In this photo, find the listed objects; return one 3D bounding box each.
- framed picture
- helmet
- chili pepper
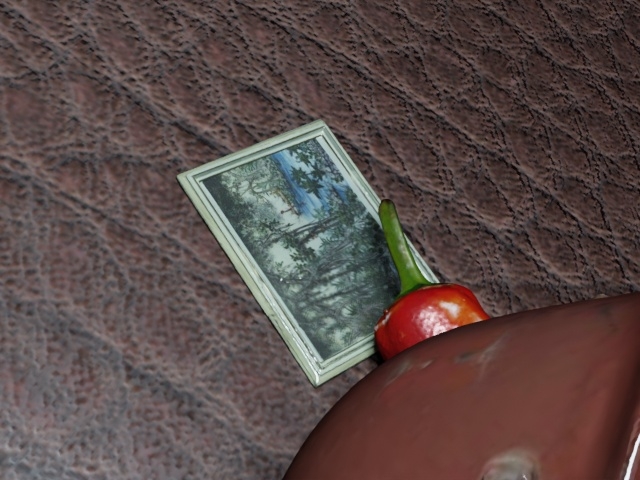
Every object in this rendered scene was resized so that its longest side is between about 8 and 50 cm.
[{"bbox_3d":[0.000,0.000,0.749,0.142,0.011,0.183,-25,73,-34],"label":"framed picture"},{"bbox_3d":[0.080,0.180,0.504,0.337,0.230,0.385,-48,130,-47],"label":"helmet"},{"bbox_3d":[0.154,0.128,0.708,0.368,0.092,0.137,42,34,-5],"label":"chili pepper"}]
